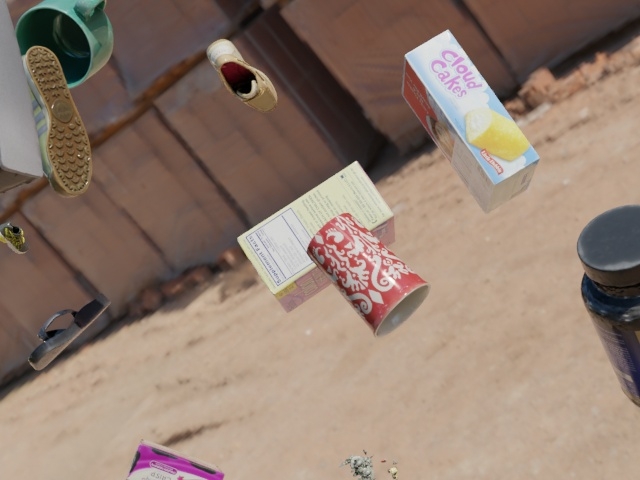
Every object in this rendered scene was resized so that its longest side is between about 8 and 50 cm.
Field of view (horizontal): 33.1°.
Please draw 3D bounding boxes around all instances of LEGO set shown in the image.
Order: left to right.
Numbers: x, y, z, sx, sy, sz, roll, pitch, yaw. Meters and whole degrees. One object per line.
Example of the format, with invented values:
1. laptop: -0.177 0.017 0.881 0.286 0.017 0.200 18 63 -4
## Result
1. LEGO set: 0.069 0.307 1.455 0.083 0.054 0.023 -8 -18 -19

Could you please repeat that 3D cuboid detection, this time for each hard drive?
1. hard drive: -0.377 -0.157 1.058 0.172 0.254 0.054 -19 -10 16

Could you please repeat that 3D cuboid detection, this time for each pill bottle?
1. pill bottle: 0.344 0.072 1.121 0.123 0.219 0.122 -21 37 16

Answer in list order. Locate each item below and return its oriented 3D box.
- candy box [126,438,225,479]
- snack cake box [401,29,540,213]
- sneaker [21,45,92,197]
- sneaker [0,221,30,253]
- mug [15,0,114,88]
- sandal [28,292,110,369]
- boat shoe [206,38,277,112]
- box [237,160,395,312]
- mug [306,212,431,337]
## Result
1. candy box: -0.262 0.418 1.933 0.233 0.159 0.071 133 158 -79
2. snack cake box: 0.239 -0.190 1.754 0.089 0.264 0.152 -31 -15 -5
3. sneaker: -0.349 -0.141 1.360 0.086 0.192 0.064 -17 -1 43
4. sneaker: -0.524 -0.004 1.855 0.035 0.083 0.031 -29 58 10
5. mug: -0.363 -0.305 1.606 0.158 0.129 0.097 -8 26 24
6. sandal: -0.457 0.156 1.913 0.097 0.054 0.254 -44 5 19
7. boat shoe: -0.123 -0.252 1.740 0.063 0.170 0.059 -35 48 14
8. box: 0.000 0.000 1.873 0.243 0.117 0.213 -33 -13 -3
9. mug: 0.069 0.054 1.631 0.113 0.169 0.150 -42 -19 -6
